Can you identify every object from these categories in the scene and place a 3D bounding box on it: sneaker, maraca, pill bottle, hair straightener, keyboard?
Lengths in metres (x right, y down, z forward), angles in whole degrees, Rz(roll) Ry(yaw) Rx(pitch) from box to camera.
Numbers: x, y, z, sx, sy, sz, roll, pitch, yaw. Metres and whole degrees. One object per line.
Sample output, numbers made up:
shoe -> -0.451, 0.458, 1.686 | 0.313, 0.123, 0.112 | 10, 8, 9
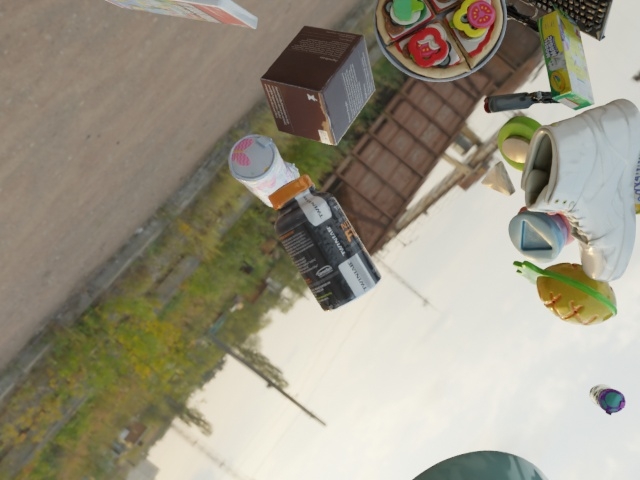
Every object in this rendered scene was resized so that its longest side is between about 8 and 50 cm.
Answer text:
sneaker -> 0.373, -0.052, 1.043 | 0.169, 0.292, 0.108 | -16, -152, -13
maraca -> 0.416, 0.082, 1.198 | 0.099, 0.186, 0.127 | -57, 149, -10
pill bottle -> 0.000, 0.000, 1.304 | 0.130, 0.245, 0.130 | -31, -176, 2
hair straightener -> 0.495, -0.315, 1.595 | 0.089, 0.231, 0.047 | -93, -178, -81
keyboard -> 0.434, -0.486, 1.413 | 0.033, 0.317, 0.201 | -43, 152, -13

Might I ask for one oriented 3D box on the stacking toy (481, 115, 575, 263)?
stacking toy -> 0.456, -0.102, 1.538 | 0.130, 0.279, 0.309 | -36, 156, -27

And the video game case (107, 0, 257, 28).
video game case -> -0.278, -0.435, 1.277 | 0.204, 0.285, 0.025 | -27, 129, -76

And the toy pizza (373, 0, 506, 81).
toy pizza -> 0.180, -0.340, 1.061 | 0.201, 0.201, 0.032 | -51, 171, -1

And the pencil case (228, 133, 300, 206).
pencil case -> -0.128, -0.163, 1.695 | 0.124, 0.113, 0.273 | -36, 164, 4

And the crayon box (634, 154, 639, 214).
crayon box -> 0.663, -0.157, 1.580 | 0.323, 0.203, 0.083 | -8, -167, 21

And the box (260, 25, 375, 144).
box -> -0.001, -0.360, 1.619 | 0.203, 0.167, 0.168 | -56, 149, -27

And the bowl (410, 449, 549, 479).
bowl -> 0.241, 0.475, 0.987 | 0.311, 0.311, 0.163 | -51, -162, 3

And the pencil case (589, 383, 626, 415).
pencil case -> 0.742, 0.409, 1.815 | 0.064, 0.070, 0.152 | -59, 167, 1

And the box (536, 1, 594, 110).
box -> 0.441, -0.334, 1.267 | 0.043, 0.179, 0.105 | -15, 165, 41
